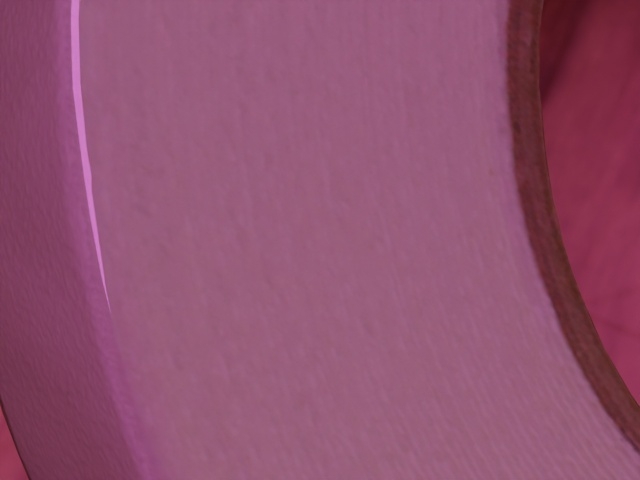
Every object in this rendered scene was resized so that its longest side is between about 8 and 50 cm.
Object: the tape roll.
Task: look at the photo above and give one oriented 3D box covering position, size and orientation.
[{"bbox_3d":[0.109,-0.030,0.421,0.392,0.072,0.392,1,88,-29],"label":"tape roll"}]
